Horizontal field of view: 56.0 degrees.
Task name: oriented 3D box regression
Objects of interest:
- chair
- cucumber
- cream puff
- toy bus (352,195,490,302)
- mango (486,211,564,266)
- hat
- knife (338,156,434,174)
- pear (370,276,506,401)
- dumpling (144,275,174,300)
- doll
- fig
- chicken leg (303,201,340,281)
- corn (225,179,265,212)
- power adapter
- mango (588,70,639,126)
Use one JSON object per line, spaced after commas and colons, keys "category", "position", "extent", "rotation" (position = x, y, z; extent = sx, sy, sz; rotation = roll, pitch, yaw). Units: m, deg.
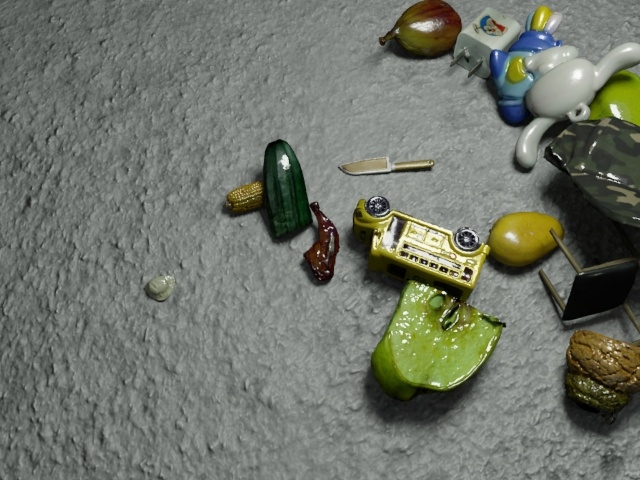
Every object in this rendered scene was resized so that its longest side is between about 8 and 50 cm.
{"category": "chair", "position": [0.623, 0.102, 1.332], "extent": [0.167, 0.188, 0.272], "rotation": [-13, 46, -4]}
{"category": "cucumber", "position": [-0.090, -0.136, 1.518], "extent": [0.115, 0.063, 0.243], "rotation": [-14, 92, -11]}
{"category": "cream puff", "position": [0.606, 0.299, 1.283], "extent": [0.183, 0.183, 0.168], "rotation": [22, 81, 13]}
{"category": "toy bus", "position": [0.221, 0.022, 1.438], "extent": [0.331, 0.145, 0.151], "rotation": [21, 68, 11]}
{"category": "mango", "position": [0.502, -0.005, 1.471], "extent": [0.195, 0.098, 0.137], "rotation": [-7, 61, -10]}
{"category": "hat", "position": [0.729, -0.131, 1.355], "extent": [0.366, 0.381, 0.257], "rotation": [24, 98, -18]}
{"category": "knife", "position": [0.176, -0.203, 1.620], "extent": [0.256, 0.022, 0.046], "rotation": [-4, 72, 5]}
{"category": "pear", "position": [0.246, 0.245, 1.324], "extent": [0.238, 0.164, 0.255], "rotation": [25, 72, 3]}
{"category": "dumpling", "position": [-0.392, 0.117, 1.475], "extent": [0.077, 0.043, 0.059], "rotation": [-15, 86, -9]}
{"category": "doll", "position": [0.599, -0.429, 1.608], "extent": [0.376, 0.187, 0.365], "rotation": [-35, 53, 8]}
{"category": "fig", "position": [0.274, -0.602, 1.739], "extent": [0.274, 0.145, 0.170], "rotation": [-23, 63, -25]}
{"category": "chicken leg", "position": [0.006, 0.003, 1.498], "extent": [0.093, 0.053, 0.205], "rotation": [10, 64, -8]}
{"category": "corn", "position": [-0.151, -0.126, 1.570], "extent": [0.208, 0.068, 0.068], "rotation": [-20, 64, -6]}
{"category": "power adapter", "position": [0.456, -0.545, 1.722], "extent": [0.130, 0.125, 0.205], "rotation": [37, 70, 17]}
{"category": "mango", "position": [0.789, -0.334, 1.592], "extent": [0.186, 0.149, 0.272], "rotation": [-4, 67, -8]}
